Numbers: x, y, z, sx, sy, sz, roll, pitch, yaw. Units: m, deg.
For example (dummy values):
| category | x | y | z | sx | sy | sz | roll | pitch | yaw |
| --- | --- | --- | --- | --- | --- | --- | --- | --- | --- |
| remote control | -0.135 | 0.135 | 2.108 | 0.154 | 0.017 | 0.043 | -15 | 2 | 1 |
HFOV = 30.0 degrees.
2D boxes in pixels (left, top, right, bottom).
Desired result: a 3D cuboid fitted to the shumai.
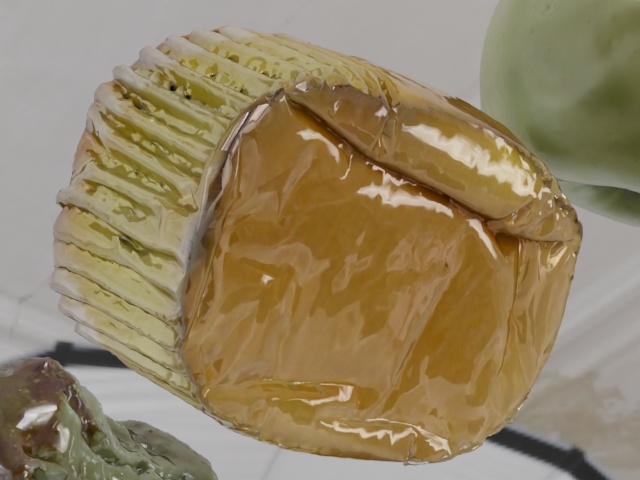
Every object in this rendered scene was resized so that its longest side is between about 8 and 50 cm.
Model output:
| category | x | y | z | sx | sy | sz | roll | pitch | yaw |
| --- | --- | --- | --- | --- | --- | --- | --- | --- | --- |
| shumai | -0.312 | 0.297 | 1.341 | 0.397 | 0.324 | 0.323 | -30 | -43 | -20 |

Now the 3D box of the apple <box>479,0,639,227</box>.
| category | x | y | z | sx | sy | sz | roll | pitch | yaw |
| --- | --- | --- | --- | --- | --- | --- | --- | --- | --- |
| apple | 0.334 | -0.176 | 1.141 | 0.357 | 0.357 | 0.357 | -1 | -41 | -1 |

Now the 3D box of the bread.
| category | x | y | z | sx | sy | sz | roll | pitch | yaw |
| --- | --- | --- | --- | --- | --- | --- | --- | --- | --- |
| bread | 0.000 | 0.000 | 0.652 | 0.288 | 0.156 | 0.204 | 7 | -76 | -41 |
